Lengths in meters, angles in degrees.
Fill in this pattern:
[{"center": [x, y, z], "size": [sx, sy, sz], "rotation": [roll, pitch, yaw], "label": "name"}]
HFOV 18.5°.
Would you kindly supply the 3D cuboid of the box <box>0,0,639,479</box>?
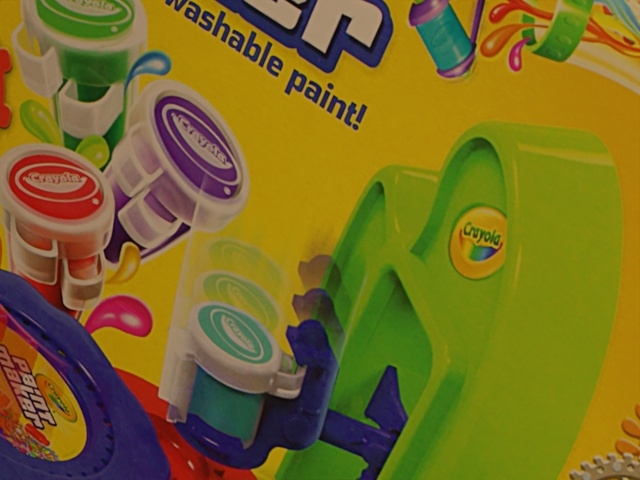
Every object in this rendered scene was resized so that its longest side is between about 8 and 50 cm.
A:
[{"center": [0.000, 0.000, 0.557], "size": [0.177, 0.290, 0.279], "rotation": [-18, 137, -55], "label": "box"}]
